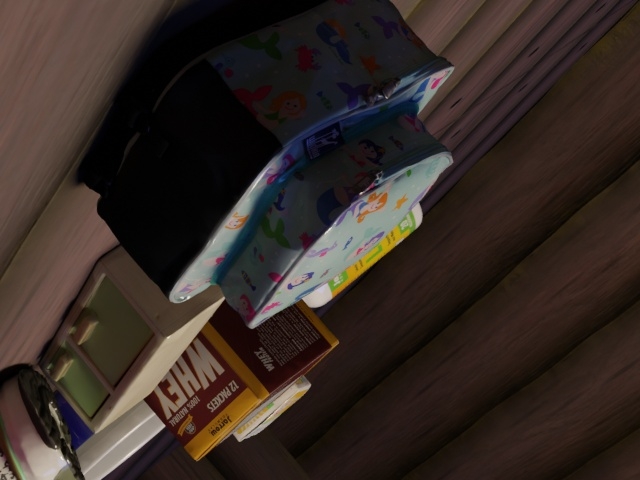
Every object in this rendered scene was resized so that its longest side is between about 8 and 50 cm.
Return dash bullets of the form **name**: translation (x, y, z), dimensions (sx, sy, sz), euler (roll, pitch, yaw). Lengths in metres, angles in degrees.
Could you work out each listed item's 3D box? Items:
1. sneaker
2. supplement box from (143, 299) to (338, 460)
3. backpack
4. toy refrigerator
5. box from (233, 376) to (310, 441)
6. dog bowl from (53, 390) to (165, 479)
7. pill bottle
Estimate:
- **sneaker**: translation (-0.361, 0.276, 1.545), dimensions (0.182, 0.158, 0.410), euler (-19, 152, -11)
- **supplement box**: translation (-0.120, 0.115, 1.594), dimensions (0.129, 0.191, 0.194), euler (-45, 173, 31)
- **backpack**: translation (-0.015, -0.074, 1.027), dimensions (0.253, 0.191, 0.225), euler (-42, 175, -38)
- **toy refrigerator**: translation (-0.202, 0.097, 1.404), dimensions (0.094, 0.102, 0.269), euler (-36, 173, -35)
- **box**: translation (-0.120, 0.148, 1.767), dimensions (0.103, 0.203, 0.114), euler (-41, 174, 4)
- **dog bowl**: translation (-0.287, 0.236, 1.839), dimensions (0.265, 0.104, 0.265), euler (-40, 173, -6)
- **pill bottle**: translation (0.000, 0.000, 1.769), dimensions (0.246, 0.136, 0.136), euler (-39, 173, -13)
